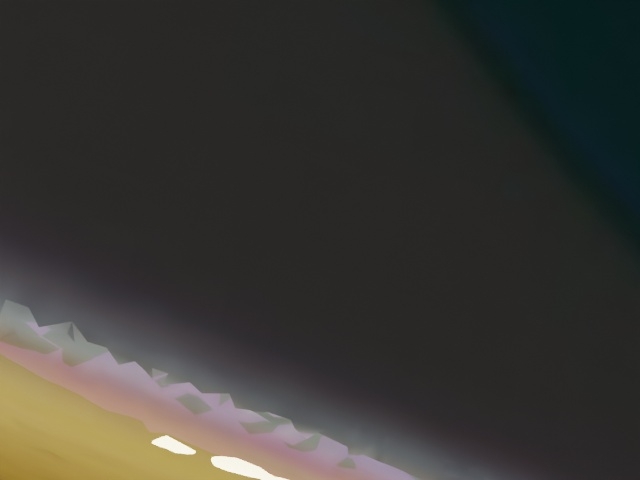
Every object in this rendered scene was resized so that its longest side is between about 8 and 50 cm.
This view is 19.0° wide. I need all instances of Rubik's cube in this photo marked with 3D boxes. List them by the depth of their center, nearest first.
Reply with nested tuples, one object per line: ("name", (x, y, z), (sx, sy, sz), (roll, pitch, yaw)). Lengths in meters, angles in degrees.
("Rubik's cube", (0.069, -0.045, 0.516), (0.347, 0.352, 0.352), (20, 158, 2))
